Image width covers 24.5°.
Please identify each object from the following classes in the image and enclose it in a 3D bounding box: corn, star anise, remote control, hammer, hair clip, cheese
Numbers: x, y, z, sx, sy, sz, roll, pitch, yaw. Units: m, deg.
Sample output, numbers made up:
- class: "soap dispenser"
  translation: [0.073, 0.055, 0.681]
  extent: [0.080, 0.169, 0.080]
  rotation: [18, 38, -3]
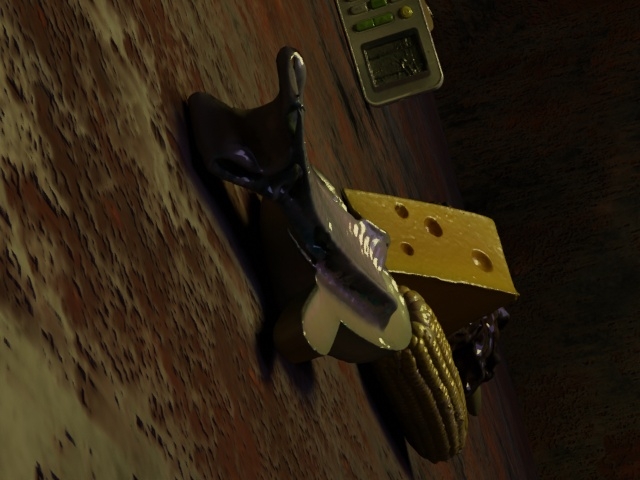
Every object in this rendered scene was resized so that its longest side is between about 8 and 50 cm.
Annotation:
- class: "corn"
  translation: [0.073, 0.104, 1.121]
  extent: [0.085, 0.063, 0.165]
  rotation: [48, -12, 38]
- class: "star anise"
  translation: [0.138, 0.053, 1.537]
  extent: [0.236, 0.109, 0.223]
  rotation: [-15, 83, -80]
- class: "remote control"
  translation: [0.070, -0.292, 1.802]
  extent: [0.034, 0.103, 0.250]
  rotation: [16, 58, -83]
- class: "hammer"
  translation: [0.180, 0.140, 1.916]
  extent: [0.195, 0.028, 0.060]
  rotation: [-101, 175, -46]
- class: "hair clip"
  translation: [-0.001, 0.003, 0.789]
  extent: [0.218, 0.071, 0.159]
  rotation: [55, 21, -48]
- class: "cheese"
  translation: [0.075, 0.017, 1.312]
  extent: [0.171, 0.126, 0.093]
  rotation: [27, 41, -50]

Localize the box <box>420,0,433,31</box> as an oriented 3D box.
- class: "box"
  translation: [0.072, -0.311, 1.905]
  extent: [0.111, 0.111, 0.177]
  rotation: [-70, 138, -77]
